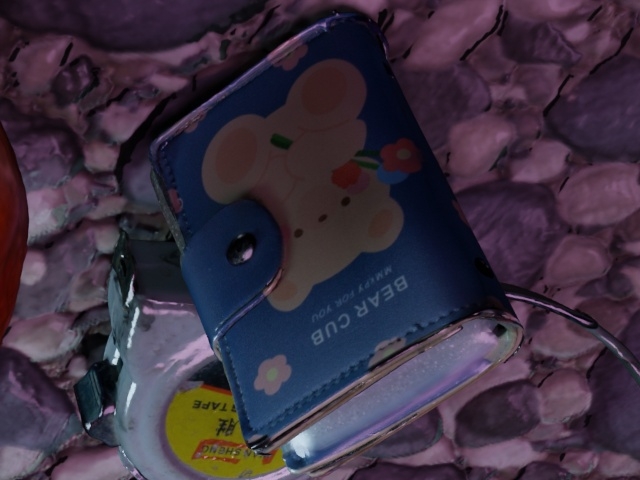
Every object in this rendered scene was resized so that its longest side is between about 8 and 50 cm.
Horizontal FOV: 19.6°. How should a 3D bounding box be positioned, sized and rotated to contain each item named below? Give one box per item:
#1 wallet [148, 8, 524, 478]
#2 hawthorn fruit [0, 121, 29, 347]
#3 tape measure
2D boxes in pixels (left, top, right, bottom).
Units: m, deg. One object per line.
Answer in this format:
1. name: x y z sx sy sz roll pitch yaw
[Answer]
1. wallet: 0.000 0.000 0.876 0.141 0.202 0.059 -34 142 14
2. hawthorn fruit: -0.263 0.002 0.767 0.284 0.284 0.284 -9 132 -10
3. tape measure: 0.032 0.077 1.029 0.330 0.084 0.164 8 129 -23
